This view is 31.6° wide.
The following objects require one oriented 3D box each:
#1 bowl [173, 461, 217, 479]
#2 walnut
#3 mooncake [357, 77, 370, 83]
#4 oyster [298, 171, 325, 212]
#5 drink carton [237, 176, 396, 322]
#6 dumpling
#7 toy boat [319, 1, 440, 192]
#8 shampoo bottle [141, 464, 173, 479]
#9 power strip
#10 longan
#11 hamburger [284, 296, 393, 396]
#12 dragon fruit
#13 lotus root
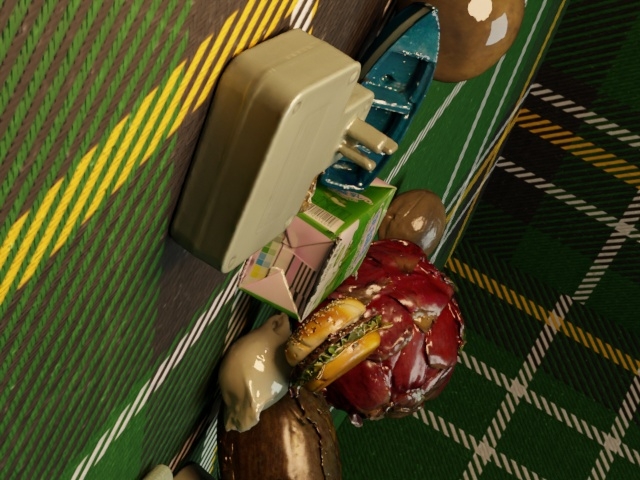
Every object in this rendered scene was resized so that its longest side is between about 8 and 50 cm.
[{"bbox_3d":[-0.226,0.563,1.851,0.354,0.185,0.354,-57,169,-17],"label":"bowl"},{"bbox_3d":[0.189,-0.030,2.347,0.140,0.140,0.162,-29,140,-70],"label":"walnut"},{"bbox_3d":[0.098,-0.308,1.398,0.347,0.057,0.150,-57,171,-25],"label":"mooncake"},{"bbox_3d":[-0.024,-0.074,1.429,0.038,0.080,0.083,-12,100,-47],"label":"oyster"},{"bbox_3d":[0.000,0.000,1.614,0.161,0.108,0.271,-64,168,25],"label":"drink carton"},{"bbox_3d":[-0.104,0.199,1.710,0.155,0.111,0.181,-31,-173,42],"label":"dumpling"},{"bbox_3d":[0.079,-0.192,1.477,0.062,0.096,0.299,-101,-149,-46],"label":"toy boat"},{"bbox_3d":[-0.270,0.386,1.564,0.069,0.041,0.190,-61,171,33],"label":"shampoo bottle"},{"bbox_3d":[-0.021,-0.098,1.199,0.261,0.141,0.229,-39,158,-55],"label":"power strip"},{"bbox_3d":[0.184,-0.302,1.505,0.167,0.167,0.187,-40,153,-62],"label":"longan"},{"bbox_3d":[0.013,0.149,1.629,0.164,0.093,0.189,-31,168,-33],"label":"hamburger"},{"bbox_3d":[0.099,0.151,1.947,0.329,0.329,0.329,-57,169,-18],"label":"dragon fruit"},{"bbox_3d":[-0.064,0.362,1.787,0.179,0.196,0.397,81,-1,-76],"label":"lotus root"}]
